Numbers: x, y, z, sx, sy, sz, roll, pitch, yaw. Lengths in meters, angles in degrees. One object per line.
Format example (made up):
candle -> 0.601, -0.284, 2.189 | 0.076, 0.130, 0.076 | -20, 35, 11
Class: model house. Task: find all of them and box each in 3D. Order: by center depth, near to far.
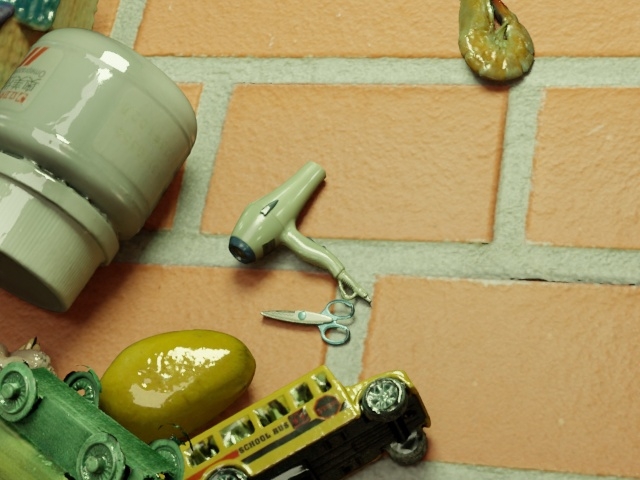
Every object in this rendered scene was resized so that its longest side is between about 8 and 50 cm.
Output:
model house -> -0.469, -0.317, 1.911 | 0.245, 0.280, 0.312 | 13, 85, 21

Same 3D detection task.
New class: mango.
mango -> -0.171, 0.174, 1.710 | 0.195, 0.098, 0.137 | -13, 56, -2

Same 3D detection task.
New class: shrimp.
shrimp -> 0.228, -0.287, 1.906 | 0.101, 0.042, 0.190 | 0, 58, -9

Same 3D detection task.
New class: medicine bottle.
medicine bottle -> -0.324, -0.087, 1.811 | 0.245, 0.245, 0.306 | 21, 69, 24

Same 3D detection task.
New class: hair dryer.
hair dryer -> 0.001, -0.018, 1.807 | 0.199, 0.067, 0.167 | 20, 61, 12

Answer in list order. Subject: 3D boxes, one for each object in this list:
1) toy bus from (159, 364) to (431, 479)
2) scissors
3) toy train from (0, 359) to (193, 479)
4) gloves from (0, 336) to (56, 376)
toy bus -> -0.042, 0.245, 1.622 | 0.335, 0.121, 0.123 | -30, 51, -2
scissors -> -0.017, 0.095, 1.760 | 0.119, 0.014, 0.058 | 7, 74, 18
toy train -> -0.270, 0.254, 1.580 | 0.307, 0.126, 0.189 | 30, 107, 36
gloves -> -0.384, 0.179, 1.751 | 0.110, 0.144, 0.094 | 18, 107, 24
